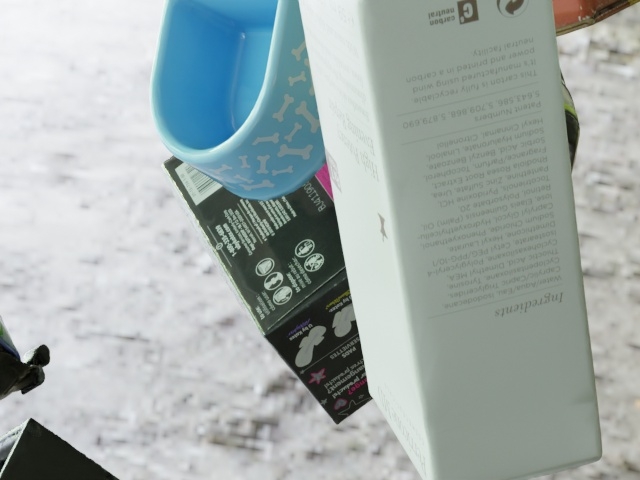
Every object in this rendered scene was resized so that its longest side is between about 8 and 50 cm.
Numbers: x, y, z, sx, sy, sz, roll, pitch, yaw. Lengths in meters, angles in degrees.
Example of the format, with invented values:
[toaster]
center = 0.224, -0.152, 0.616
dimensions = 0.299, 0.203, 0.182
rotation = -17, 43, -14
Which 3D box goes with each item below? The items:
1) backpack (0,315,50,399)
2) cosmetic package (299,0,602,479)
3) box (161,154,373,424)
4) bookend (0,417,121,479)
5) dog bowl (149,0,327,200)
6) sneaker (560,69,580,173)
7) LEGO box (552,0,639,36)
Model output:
[backpack]
center = -0.410, 0.089, 1.571
dimensions = 0.276, 0.213, 0.263
rotation = -34, -13, -13
[cosmetic package]
center = 0.054, -0.018, 0.758
dimensions = 0.085, 0.231, 0.117
rotation = -13, 22, -10
[box]
center = 0.000, 0.000, 1.445
dimensions = 0.142, 0.163, 0.247
rotation = 53, 2, -42
[bookend]
center = -0.213, 0.208, 1.043
dimensions = 0.072, 0.157, 0.156
rotation = 39, 47, -19
[dog bowl]
center = -0.047, -0.182, 1.318
dimensions = 0.166, 0.297, 0.074
rotation = 6, -5, 45
[sneaker]
center = 0.189, -0.081, 1.573
dimensions = 0.084, 0.235, 0.097
rotation = 4, 61, -7
[LEGO box]
center = 0.152, -0.348, 1.192
dimensions = 0.193, 0.373, 0.500
rotation = -14, 9, 37
